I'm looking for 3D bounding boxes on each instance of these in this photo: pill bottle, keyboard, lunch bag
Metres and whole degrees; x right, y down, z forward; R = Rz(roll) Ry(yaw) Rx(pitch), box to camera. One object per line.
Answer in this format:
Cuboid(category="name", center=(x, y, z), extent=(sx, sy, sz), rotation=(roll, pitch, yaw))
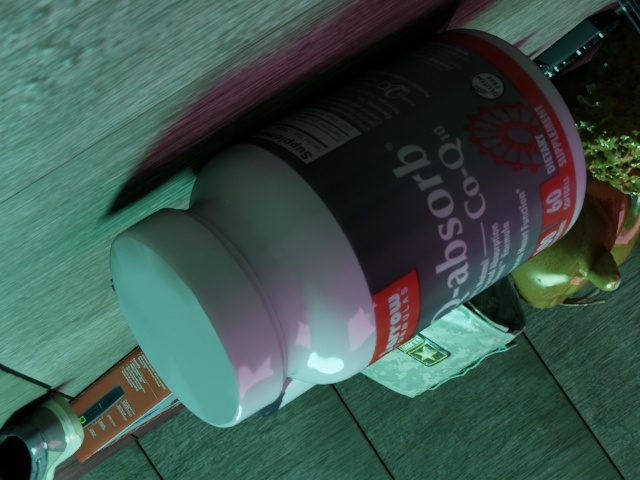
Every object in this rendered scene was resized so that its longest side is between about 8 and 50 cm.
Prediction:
Cuboid(category="pill bottle", center=(0.025, -0.012, 1.185), extent=(0.363, 0.210, 0.210), rotation=(-31, 174, -27))
Cuboid(category="keyboard", center=(0.241, -0.185, 1.863), extent=(0.317, 0.033, 0.201), rotation=(-39, 172, 35))
Cuboid(category="lunch bag", center=(0.125, 0.067, 2.012), extent=(0.169, 0.287, 0.235), rotation=(-29, 173, -45))

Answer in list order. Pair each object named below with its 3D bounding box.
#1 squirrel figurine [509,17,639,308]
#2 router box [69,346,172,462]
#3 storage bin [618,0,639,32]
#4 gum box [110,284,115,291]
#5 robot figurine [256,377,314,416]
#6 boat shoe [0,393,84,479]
Cuboid(category="squirrel figurine", center=(0.375, -0.100, 1.967), extent=(0.370, 0.281, 0.397), rotation=(-48, 167, -42))
Cuboid(category="router box", center=(-0.189, 0.174, 2.152), extent=(0.301, 0.082, 0.335), rotation=(-38, 173, 37))
Cuboid(category="storage bin", center=(0.413, -0.265, 1.692), extent=(0.084, 0.122, 0.180), rotation=(-35, 174, 11))
Cuboid(category="gum box", center=(-0.135, 0.043, 1.473), extent=(0.107, 0.062, 0.188), rotation=(-34, 174, 1))
Cuboid(category="robot figurine", center=(-0.073, 0.187, 2.442), extent=(0.278, 0.174, 0.209), rotation=(-34, -142, -1))
Cuboid(category="boat shoe", center=(-0.405, 0.298, 1.937), extent=(0.092, 0.103, 0.285), rotation=(-22, 164, -40))
